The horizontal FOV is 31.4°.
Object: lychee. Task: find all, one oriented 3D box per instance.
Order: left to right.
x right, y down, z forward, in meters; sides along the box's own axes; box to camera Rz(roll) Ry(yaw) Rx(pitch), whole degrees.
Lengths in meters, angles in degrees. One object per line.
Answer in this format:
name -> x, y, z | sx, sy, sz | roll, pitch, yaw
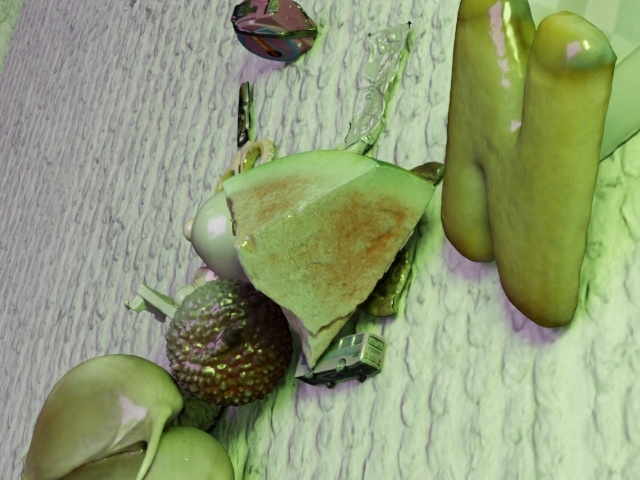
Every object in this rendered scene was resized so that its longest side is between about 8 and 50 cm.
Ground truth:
lychee -> -0.114, 0.128, 1.423 | 0.197, 0.165, 0.165 | 87, -156, -83

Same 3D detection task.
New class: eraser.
eraser -> 0.276, -0.280, 1.171 | 0.213, 0.082, 0.397 | -42, 36, 36

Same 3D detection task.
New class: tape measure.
tape measure -> -0.068, -0.329, 1.745 | 0.125, 0.118, 0.074 | 1, 67, 41

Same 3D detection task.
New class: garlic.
garlic -> -0.240, 0.261, 1.405 | 0.340, 0.245, 0.232 | -6, 97, 64

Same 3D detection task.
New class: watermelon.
watermelon -> 0.000, 0.000, 1.335 | 0.310, 0.193, 0.232 | 4, 47, 49

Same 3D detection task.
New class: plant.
plant -> -0.178, 0.220, 1.580 | 0.116, 0.105, 0.122 | -14, 11, 12

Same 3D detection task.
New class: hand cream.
hand cream -> 0.053, -0.168, 1.495 | 0.084, 0.050, 0.257 | -1, 62, 57

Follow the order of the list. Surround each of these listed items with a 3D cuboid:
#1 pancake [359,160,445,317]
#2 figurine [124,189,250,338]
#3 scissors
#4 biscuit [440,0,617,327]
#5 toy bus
pancake -> 0.090, 0.002, 1.332 | 0.184, 0.020, 0.191 | -42, 35, 34
figurine -> -0.143, 0.025, 1.580 | 0.257, 0.144, 0.182 | -61, 26, 3
scissors -> -0.122, -0.140, 1.785 | 0.160, 0.024, 0.318 | -42, 36, 36
biscuit -> 0.183, -0.086, 1.082 | 0.237, 0.062, 0.291 | -127, 34, -56
toy bus -> 0.022, 0.138, 1.323 | 0.130, 0.037, 0.052 | -20, 50, 51
